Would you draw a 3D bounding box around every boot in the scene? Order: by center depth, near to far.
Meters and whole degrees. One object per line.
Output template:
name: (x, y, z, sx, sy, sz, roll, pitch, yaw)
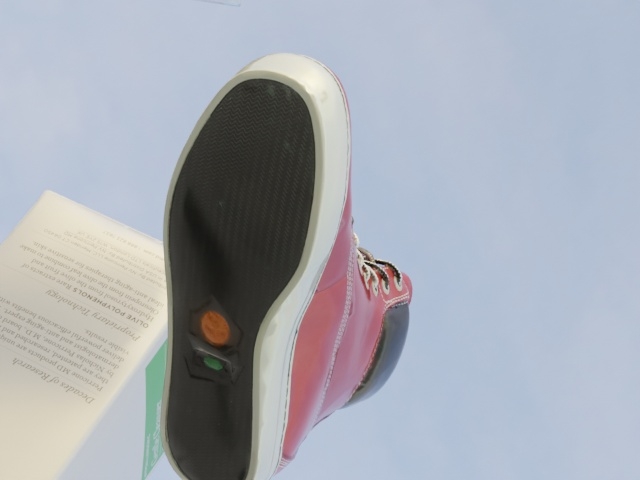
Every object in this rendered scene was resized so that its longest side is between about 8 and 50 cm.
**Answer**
boot: (0.000, 0.000, 0.975, 0.088, 0.176, 0.244, 25, -58, 26)

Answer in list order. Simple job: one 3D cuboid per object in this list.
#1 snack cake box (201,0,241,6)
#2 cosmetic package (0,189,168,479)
snack cake box: (-0.174, -0.254, 1.242, 0.264, 0.089, 0.152, 8, -87, 2)
cosmetic package: (-0.235, 0.166, 1.335, 0.155, 0.365, 0.197, 24, -36, 12)
